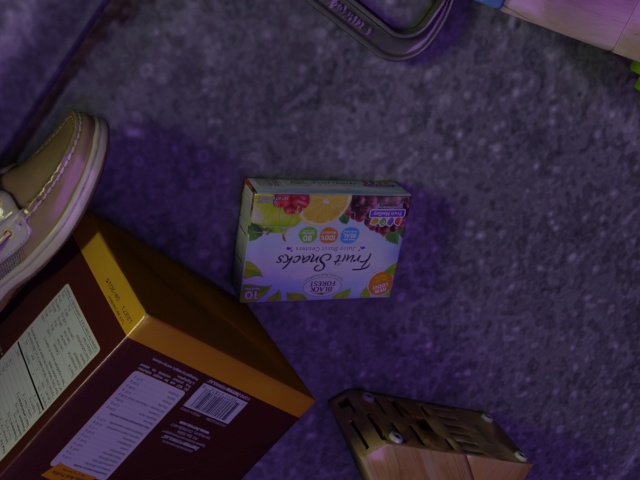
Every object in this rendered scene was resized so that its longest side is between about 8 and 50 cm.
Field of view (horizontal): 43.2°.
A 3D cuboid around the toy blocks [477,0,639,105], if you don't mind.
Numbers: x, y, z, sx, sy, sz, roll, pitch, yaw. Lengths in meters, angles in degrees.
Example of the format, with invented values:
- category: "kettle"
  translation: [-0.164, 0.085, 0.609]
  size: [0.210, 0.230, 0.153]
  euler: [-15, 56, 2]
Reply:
- category: "toy blocks"
  translation: [0.225, -0.290, 0.570]
  size: [0.261, 0.191, 0.381]
  euler: [15, 114, -16]

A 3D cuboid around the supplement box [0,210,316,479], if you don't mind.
- category: "supplement box"
  translation: [-0.149, 0.121, 0.611]
  size: [0.194, 0.129, 0.191]
  euler: [-47, 136, 5]

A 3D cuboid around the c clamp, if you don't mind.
- category: "c clamp"
  translation: [0.051, -0.217, 0.608]
  size: [0.161, 0.022, 0.137]
  euler: [36, 98, -32]

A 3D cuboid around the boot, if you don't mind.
- category: "boot"
  translation: [-0.259, -0.032, 0.538]
  size: [0.165, 0.077, 0.213]
  euler: [35, 106, -33]

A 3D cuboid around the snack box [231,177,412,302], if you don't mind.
- category: "snack box"
  translation: [0.000, 0.000, 0.688]
  size: [0.141, 0.037, 0.100]
  euler: [-1, 117, -22]

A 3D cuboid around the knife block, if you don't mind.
- category: "knife block"
  translation: [0.099, 0.294, 0.850]
  size: [0.276, 0.088, 0.242]
  euler: [16, 108, -29]
